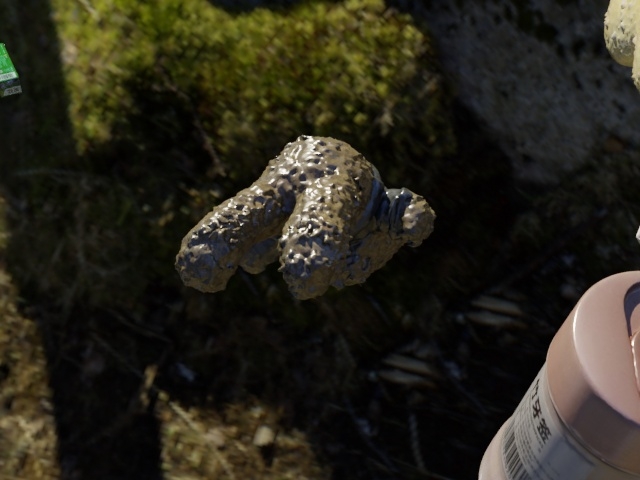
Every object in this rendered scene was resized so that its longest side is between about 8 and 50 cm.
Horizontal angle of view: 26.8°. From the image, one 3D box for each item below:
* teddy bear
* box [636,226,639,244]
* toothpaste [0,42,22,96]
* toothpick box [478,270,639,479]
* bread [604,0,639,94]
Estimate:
[{"bbox_3d":[0.001,-0.020,1.100,0.182,0.251,0.129,6,93,22],"label":"teddy bear"},{"bbox_3d":[0.360,-0.062,1.212,0.081,0.135,0.199,16,81,24],"label":"box"},{"bbox_3d":[-0.285,-0.153,1.200,0.020,0.017,0.083,-16,34,-15],"label":"toothpaste"},{"bbox_3d":[0.149,0.097,0.686,0.098,0.149,0.098,8,51,-9],"label":"toothpick box"},{"bbox_3d":[0.327,-0.233,0.990,0.316,0.054,0.316,-41,29,29],"label":"bread"}]
